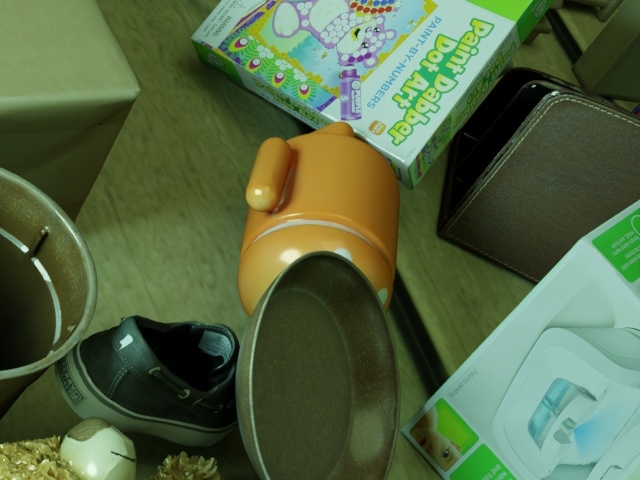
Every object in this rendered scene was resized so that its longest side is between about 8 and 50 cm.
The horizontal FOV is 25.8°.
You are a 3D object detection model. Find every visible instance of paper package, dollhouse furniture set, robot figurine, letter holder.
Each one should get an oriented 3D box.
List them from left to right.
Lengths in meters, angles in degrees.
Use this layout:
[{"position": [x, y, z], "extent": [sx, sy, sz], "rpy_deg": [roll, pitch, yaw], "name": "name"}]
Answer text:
[{"position": [-0.337, -0.160, 1.017], "extent": [0.310, 0.168, 0.324], "rpy_deg": [-9, 58, -38], "name": "paper package"}, {"position": [0.002, 0.001, 1.133], "extent": [0.128, 0.158, 0.219], "rpy_deg": [8, 44, 0], "name": "robot figurine"}, {"position": [0.346, -0.354, 1.672], "extent": [0.303, 0.174, 0.355], "rpy_deg": [4, 51, -33], "name": "dollhouse furniture set"}, {"position": [0.299, -0.052, 1.322], "extent": [0.302, 0.214, 0.152], "rpy_deg": [27, 42, -11], "name": "letter holder"}]

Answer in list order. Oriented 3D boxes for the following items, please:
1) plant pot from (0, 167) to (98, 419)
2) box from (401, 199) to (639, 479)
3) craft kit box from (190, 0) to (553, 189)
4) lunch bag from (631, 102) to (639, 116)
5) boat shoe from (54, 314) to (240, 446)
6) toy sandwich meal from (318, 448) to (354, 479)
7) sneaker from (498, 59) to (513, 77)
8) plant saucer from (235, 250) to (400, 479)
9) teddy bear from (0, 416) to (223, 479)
[{"position": [-0.246, 0.060, 0.875], "extent": [0.167, 0.165, 0.167], "rpy_deg": [19, 45, -20], "name": "plant pot"}, {"position": [0.232, 0.138, 1.063], "extent": [0.231, 0.262, 0.127], "rpy_deg": [49, 43, 13], "name": "box"}, {"position": [0.053, -0.208, 1.273], "extent": [0.247, 0.061, 0.250], "rpy_deg": [32, 76, 17], "name": "craft kit box"}, {"position": [0.459, -0.097, 1.472], "extent": [0.293, 0.221, 0.138], "rpy_deg": [43, 41, 7], "name": "lunch bag"}, {"position": [-0.092, 0.086, 0.957], "extent": [0.080, 0.076, 0.228], "rpy_deg": [60, 15, 22], "name": "boat shoe"}, {"position": [-0.006, 0.174, 1.039], "extent": [0.086, 0.029, 0.085], "rpy_deg": [19, 44, -19], "name": "toy sandwich meal"}, {"position": [0.111, -0.216, 1.431], "extent": [0.108, 0.121, 0.302], "rpy_deg": [55, 13, -19], "name": "sneaker"}, {"position": [-0.006, 0.107, 0.994], "extent": [0.199, 0.036, 0.198], "rpy_deg": [16, 71, -56], "name": "plant saucer"}, {"position": [-0.064, 0.210, 0.859], "extent": [0.338, 0.113, 0.245], "rpy_deg": [35, 19, 5], "name": "teddy bear"}]
